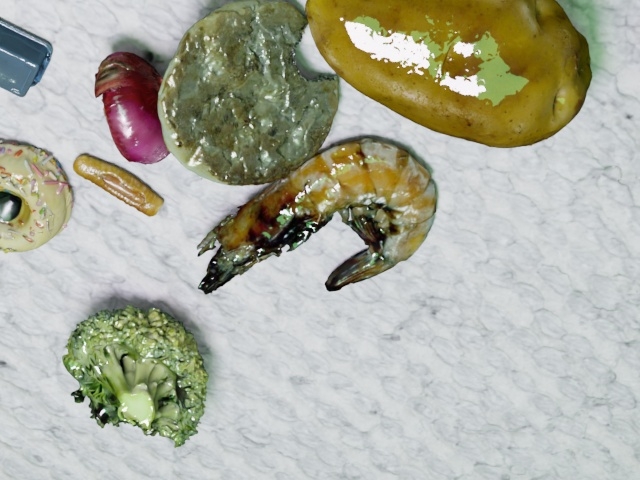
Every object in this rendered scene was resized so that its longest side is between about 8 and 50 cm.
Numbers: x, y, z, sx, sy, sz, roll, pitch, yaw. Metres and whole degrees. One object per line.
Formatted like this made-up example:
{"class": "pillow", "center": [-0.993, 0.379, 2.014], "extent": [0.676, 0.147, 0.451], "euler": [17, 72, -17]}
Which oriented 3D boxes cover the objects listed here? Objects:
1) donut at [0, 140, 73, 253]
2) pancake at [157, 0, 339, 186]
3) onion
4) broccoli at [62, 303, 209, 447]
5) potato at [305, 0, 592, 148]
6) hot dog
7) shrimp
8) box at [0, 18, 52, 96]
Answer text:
{"class": "donut", "center": [-0.427, -0.054, 1.808], "extent": [0.174, 0.068, 0.175], "euler": [1, 127, 2]}
{"class": "pancake", "center": [-0.092, -0.181, 1.652], "extent": [0.253, 0.037, 0.254], "euler": [-12, 115, -26]}
{"class": "onion", "center": [-0.207, -0.177, 1.662], "extent": [0.140, 0.150, 0.150], "euler": [-20, 123, 9]}
{"class": "broccoli", "center": [-0.262, 0.204, 1.920], "extent": [0.198, 0.176, 0.226], "euler": [-14, 89, 10]}
{"class": "potato", "center": [0.156, -0.233, 1.600], "extent": [0.369, 0.176, 0.195], "euler": [18, 152, -5]}
{"class": "hot dog", "center": [-0.277, -0.077, 1.809], "extent": [0.137, 0.028, 0.044], "euler": [34, 114, -19]}
{"class": "shrimp", "center": [0.000, 0.000, 1.832], "extent": [0.365, 0.071, 0.233], "euler": [-36, 122, 19]}
{"class": "box", "center": [-0.401, -0.231, 1.686], "extent": [0.099, 0.054, 0.074], "euler": [25, 125, -15]}
